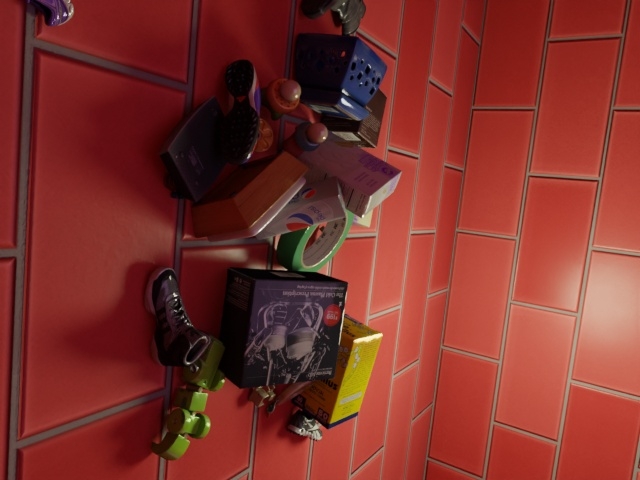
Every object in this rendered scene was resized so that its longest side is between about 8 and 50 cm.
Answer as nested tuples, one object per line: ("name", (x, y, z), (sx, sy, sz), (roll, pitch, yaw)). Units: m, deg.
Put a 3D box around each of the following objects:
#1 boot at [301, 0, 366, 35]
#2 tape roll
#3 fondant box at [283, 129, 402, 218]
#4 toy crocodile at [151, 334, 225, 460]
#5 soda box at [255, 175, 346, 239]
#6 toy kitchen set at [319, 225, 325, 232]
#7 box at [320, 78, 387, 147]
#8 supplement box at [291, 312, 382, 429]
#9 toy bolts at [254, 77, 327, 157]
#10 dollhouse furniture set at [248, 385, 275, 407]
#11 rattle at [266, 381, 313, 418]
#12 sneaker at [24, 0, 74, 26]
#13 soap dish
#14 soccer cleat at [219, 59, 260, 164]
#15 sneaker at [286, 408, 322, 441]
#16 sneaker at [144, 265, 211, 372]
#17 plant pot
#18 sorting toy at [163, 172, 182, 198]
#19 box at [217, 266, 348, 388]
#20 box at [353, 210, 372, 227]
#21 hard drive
("boot", (0.068, -0.793, 1.716), (0.338, 0.118, 0.223), (-57, 147, -26))
("tape roll", (-0.012, -0.024, 1.702), (0.321, 0.077, 0.321), (-42, 154, -25))
("fondant box", (0.068, -0.231, 1.649), (0.238, 0.330, 0.096), (-39, 156, -48))
("toy crocodile", (-0.354, 0.429, 1.383), (0.115, 0.105, 0.341), (44, 56, -53))
("soda box", (-0.072, -0.095, 1.502), (0.098, 0.285, 0.091), (-95, 167, -47))
("toy kitchen set", (0.000, 0.000, 1.898), (0.083, 0.075, 0.068), (-39, -179, -5))
("box", (0.120, -0.460, 1.827), (0.167, 0.168, 0.204), (20, 82, -58))
("supplement box", (0.060, 0.480, 1.884), (0.195, 0.194, 0.357), (1, 108, -51))
("toy bolts", (-0.093, -0.331, 1.457), (0.228, 0.158, 0.218), (39, 67, -25))
("dollhouse furniture set", (-0.162, 0.461, 1.729), (0.181, 0.101, 0.161), (2, 121, -59))
("rattle", (-0.138, 0.515, 1.794), (0.199, 0.143, 0.130), (-30, 175, -6))
("sneaker", (-0.517, -0.468, 0.902), (0.071, 0.068, 0.170), (-54, 141, -27))
("soap dish", (-0.197, -0.124, 1.373), (0.291, 0.228, 0.118), (-50, 121, -39))
("soccer cleat", (-0.201, -0.329, 1.345), (0.116, 0.108, 0.319), (59, 25, -64))
("sneaker", (-0.043, 0.717, 1.967), (0.234, 0.078, 0.106), (44, 63, -51))
("sneaker", (-0.351, 0.201, 1.261), (0.101, 0.152, 0.269), (-19, 114, -55))
("plant pot", (0.051, -0.528, 1.652), (0.235, 0.235, 0.212), (8, 98, -59))
("sorting toy", (-0.352, -0.134, 1.275), (0.102, 0.042, 0.061), (34, 69, -56))
("box", (-0.115, 0.257, 1.529), (0.342, 0.178, 0.313), (5, 95, -36))
("box", (0.117, -0.191, 1.944), (0.213, 0.117, 0.243), (14, 85, -59))
("hard drive", (-0.307, -0.234, 1.272), (0.255, 0.054, 0.172), (-68, 148, -42))
